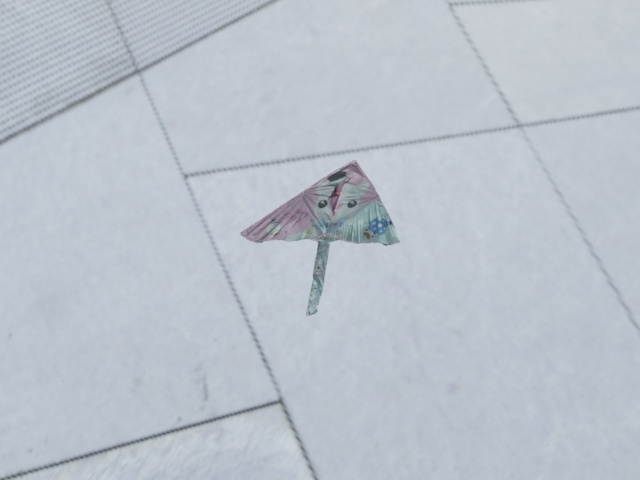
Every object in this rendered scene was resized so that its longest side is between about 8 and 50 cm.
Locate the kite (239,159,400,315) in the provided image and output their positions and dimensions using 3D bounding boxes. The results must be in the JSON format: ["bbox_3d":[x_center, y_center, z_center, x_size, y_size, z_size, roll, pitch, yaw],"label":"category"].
[{"bbox_3d":[0.000,0.000,0.858,0.137,0.152,0.005,4,35,-26],"label":"kite"}]
